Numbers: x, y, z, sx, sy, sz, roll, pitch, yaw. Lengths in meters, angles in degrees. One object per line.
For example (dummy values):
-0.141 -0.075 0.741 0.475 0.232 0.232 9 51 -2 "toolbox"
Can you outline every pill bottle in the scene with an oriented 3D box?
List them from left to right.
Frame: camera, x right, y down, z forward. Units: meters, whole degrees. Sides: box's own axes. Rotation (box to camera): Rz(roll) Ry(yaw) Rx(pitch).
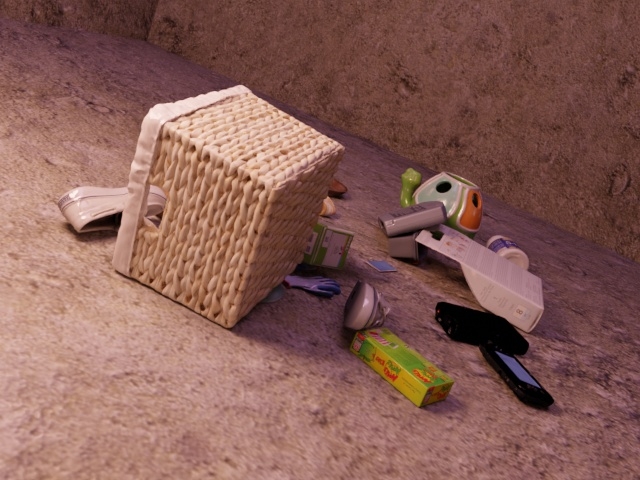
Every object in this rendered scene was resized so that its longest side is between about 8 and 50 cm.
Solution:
0.616 0.051 2.230 0.111 0.112 0.187 20 18 -8 "pill bottle"

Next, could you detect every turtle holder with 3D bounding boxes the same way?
0.422 -0.120 2.304 0.243 0.228 0.320 14 19 -22 "turtle holder"

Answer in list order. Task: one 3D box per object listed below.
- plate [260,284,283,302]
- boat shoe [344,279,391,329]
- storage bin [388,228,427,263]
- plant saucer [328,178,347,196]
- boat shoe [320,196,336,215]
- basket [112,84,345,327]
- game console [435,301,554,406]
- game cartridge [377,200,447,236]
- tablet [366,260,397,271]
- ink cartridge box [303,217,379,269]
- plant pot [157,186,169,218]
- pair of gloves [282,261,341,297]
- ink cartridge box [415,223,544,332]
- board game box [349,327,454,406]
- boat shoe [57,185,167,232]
-0.162 0.071 1.385 0.188 0.024 0.188 20 17 -6 "plate"
0.104 0.136 1.368 0.084 0.095 0.258 28 9 -1 "boat shoe"
0.256 0.018 1.952 0.091 0.098 0.135 -1 9 22 "storage bin"
-0.001 -0.200 2.347 0.198 0.036 0.199 20 17 -6 "plant saucer"
-0.003 -0.127 2.101 0.059 0.063 0.170 13 29 -34 "boat shoe"
-0.166 -0.072 1.244 0.266 0.328 0.331 28 29 13 "basket"
0.411 0.253 1.508 0.213 0.044 0.361 15 20 -22 "game console"
0.282 -0.070 2.040 0.198 0.062 0.297 -11 6 2 "game cartridge"
0.167 0.070 1.810 0.054 0.006 0.083 35 23 35 "tablet"
0.000 0.000 1.624 0.188 0.097 0.255 21 5 37 "ink cartridge box"
-0.316 -0.074 1.610 0.236 0.032 0.236 21 17 -7 "plant pot"
-0.043 0.073 1.526 0.159 0.023 0.198 8 22 -37 "pair of gloves"
0.449 0.091 1.917 0.384 0.091 0.308 29 19 10 "ink cartridge box"
0.151 0.234 1.252 0.092 0.043 0.181 1 27 -48 "board game box"
-0.407 -0.058 1.369 0.088 0.096 0.267 58 22 14 "boat shoe"
